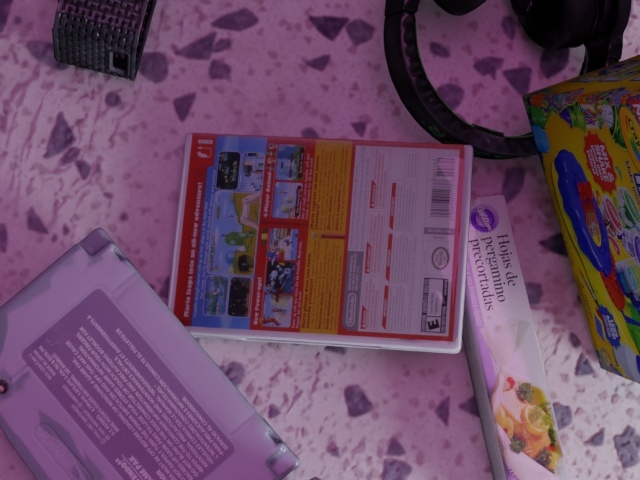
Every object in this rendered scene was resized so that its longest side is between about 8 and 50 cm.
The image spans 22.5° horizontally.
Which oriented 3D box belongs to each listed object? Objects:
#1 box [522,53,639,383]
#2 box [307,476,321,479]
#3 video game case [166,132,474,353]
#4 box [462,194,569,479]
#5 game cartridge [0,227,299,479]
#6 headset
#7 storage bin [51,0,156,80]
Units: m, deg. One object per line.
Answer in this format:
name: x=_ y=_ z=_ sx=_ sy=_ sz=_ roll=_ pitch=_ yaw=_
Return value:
box: x=0.348 y=-0.023 z=1.474 sx=0.177 sy=0.279 sz=0.290 roll=-20 pitch=99 yaw=-12
box: x=0.000 y=0.332 z=1.447 sx=0.114 sy=0.103 sz=0.203 roll=-25 pitch=100 yaw=-12
video game case: x=0.000 y=0.000 z=1.559 sx=0.285 sy=0.025 sz=0.204 roll=3 pitch=76 yaw=8
box: x=0.179 y=0.120 z=1.569 sx=0.063 sy=0.067 sz=0.324 roll=-10 pitch=77 yaw=-8
game cartridge: x=-0.186 y=0.159 z=1.505 sx=0.196 sy=0.060 sz=0.294 roll=-40 pitch=85 yaw=-9
headset: x=0.190 y=-0.277 z=1.636 sx=0.243 sy=0.185 sz=0.394 roll=16 pitch=86 yaw=-20
storage bin: x=-0.200 y=-0.262 z=1.579 sx=0.084 sy=0.122 sz=0.180 roll=13 pitch=76 yaw=-4
